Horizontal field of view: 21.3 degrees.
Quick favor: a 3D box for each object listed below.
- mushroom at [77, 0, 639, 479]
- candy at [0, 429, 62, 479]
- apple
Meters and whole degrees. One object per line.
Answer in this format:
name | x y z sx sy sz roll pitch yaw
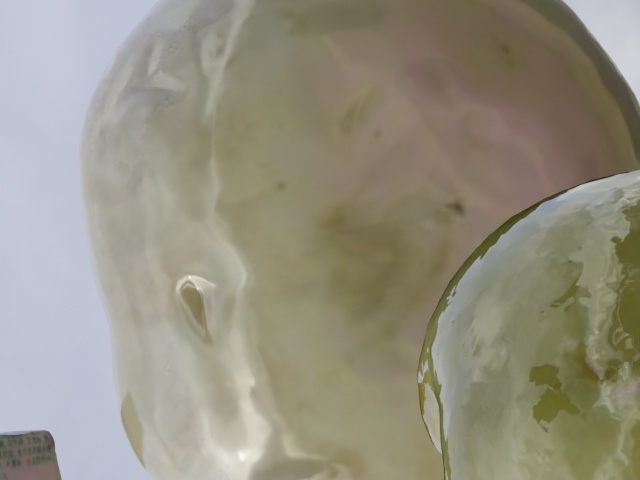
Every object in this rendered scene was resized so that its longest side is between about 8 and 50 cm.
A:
mushroom | 0.005 0.009 0.973 0.353 0.353 0.325 61 -137 -28
candy | -0.240 0.168 1.088 0.160 0.092 0.073 4 -117 -60
apple | 0.126 0.068 0.552 0.200 0.200 0.200 38 -135 -51
